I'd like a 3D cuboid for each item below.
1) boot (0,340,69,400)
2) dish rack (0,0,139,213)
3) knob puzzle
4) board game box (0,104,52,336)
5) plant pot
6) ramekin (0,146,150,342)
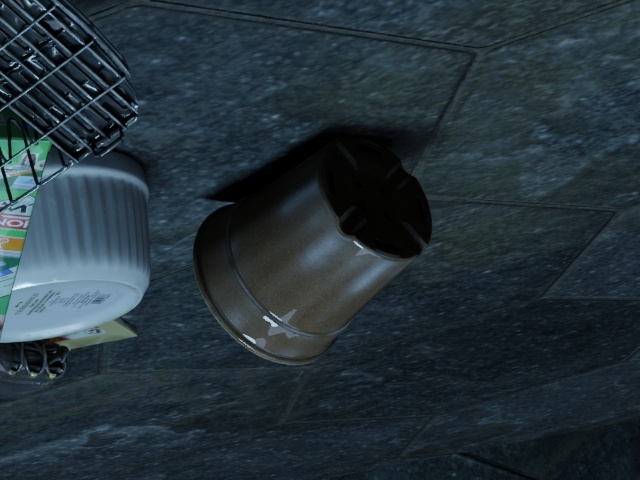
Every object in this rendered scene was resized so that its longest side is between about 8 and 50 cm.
[{"bbox_3d":[-0.348,0.105,1.660,0.229,0.091,0.263,8,160,-35],"label":"boot"},{"bbox_3d":[-0.263,-0.080,1.086,0.271,0.074,0.208,-32,139,15],"label":"dish rack"},{"bbox_3d":[-0.308,0.073,1.713,0.213,0.030,0.213,-2,158,-1],"label":"knob puzzle"},{"bbox_3d":[-0.367,-0.004,1.212,0.317,0.046,0.213,1,128,-28],"label":"board game box"},{"bbox_3d":[0.000,0.000,1.512,0.167,0.167,0.165,3,149,-41],"label":"plant pot"},{"bbox_3d":[-0.239,0.010,1.432,0.207,0.109,0.207,-12,163,-4],"label":"ramekin"}]
